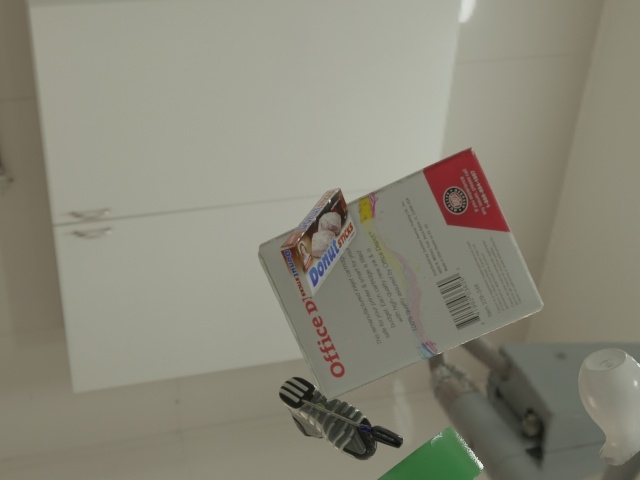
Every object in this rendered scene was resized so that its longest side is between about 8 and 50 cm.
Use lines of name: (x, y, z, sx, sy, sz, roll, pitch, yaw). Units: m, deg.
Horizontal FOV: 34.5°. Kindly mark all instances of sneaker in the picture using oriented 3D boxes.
sneaker: (0.022, 0.361, 1.996, 0.228, 0.086, 0.132, 36, -24, 27)

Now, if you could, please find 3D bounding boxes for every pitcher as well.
pitcher: (0.596, 0.306, 1.986, 0.125, 0.177, 0.207, -136, -157, -68)

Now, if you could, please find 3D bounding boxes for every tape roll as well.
tape roll: (0.075, 0.378, 1.392, 0.077, 0.321, 0.321, 52, -24, 14)

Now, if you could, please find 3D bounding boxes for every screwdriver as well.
screwdriver: (0.048, 0.285, 1.597, 0.024, 0.169, 0.025, -55, 163, -72)

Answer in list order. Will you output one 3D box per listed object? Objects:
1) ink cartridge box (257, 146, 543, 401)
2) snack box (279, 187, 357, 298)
ink cartridge box: (0.105, 0.041, 1.348, 0.131, 0.306, 0.226, -26, 93, -80)
snack box: (0.000, 0.000, 1.202, 0.064, 0.022, 0.178, 69, 25, -17)
